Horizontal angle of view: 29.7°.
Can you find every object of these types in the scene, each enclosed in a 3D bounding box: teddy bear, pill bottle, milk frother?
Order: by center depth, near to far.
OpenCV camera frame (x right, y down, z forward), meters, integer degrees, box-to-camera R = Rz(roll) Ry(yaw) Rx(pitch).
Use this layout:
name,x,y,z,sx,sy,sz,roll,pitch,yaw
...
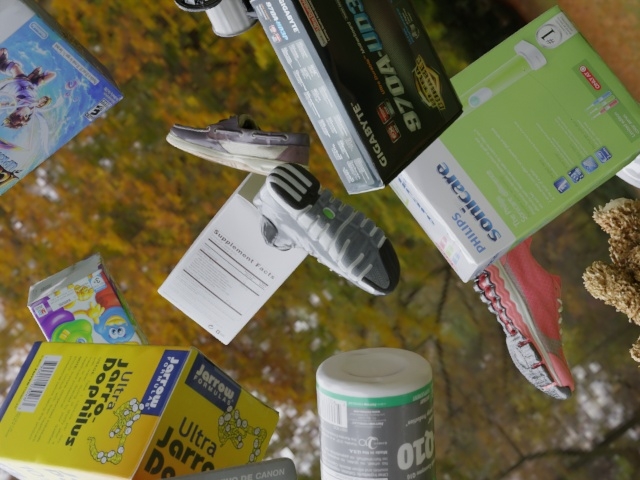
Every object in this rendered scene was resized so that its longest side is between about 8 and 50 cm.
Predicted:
name,x,y,z,sx,sy,sz,roll,pitch,yaw
teddy bear,0.497,0.067,1.721,0.245,0.113,0.338,-7,-130,-23
milk frother,-0.154,-0.355,1.788,0.129,0.143,0.134,27,155,40
pill bottle,0.101,0.388,2.133,0.204,0.204,0.360,-80,-13,-75

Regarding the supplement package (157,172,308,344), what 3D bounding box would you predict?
name,x,y,z,sx,sy,sz,roll,pitch,yaw
supplement package,-0.142,0.019,2.310,0.175,0.293,0.177,39,-148,-5

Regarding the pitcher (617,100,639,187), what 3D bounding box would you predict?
name,x,y,z,sx,sy,sz,roll,pitch,yaw
pitcher,0.482,-0.163,1.835,0.207,0.125,0.177,17,135,46

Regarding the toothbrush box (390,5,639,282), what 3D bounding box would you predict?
name,x,y,z,sx,sy,sz,roll,pitch,yaw
toothbrush box,0.235,-0.117,1.493,0.206,0.283,0.122,53,171,10

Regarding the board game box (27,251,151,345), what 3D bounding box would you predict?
name,x,y,z,sx,sy,sz,roll,pitch,yaw
board game box,-0.382,0.182,2.115,0.275,0.142,0.144,64,175,-16

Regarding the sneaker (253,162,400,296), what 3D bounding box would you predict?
name,x,y,z,sx,sy,sz,roll,pitch,yaw
sneaker,0.000,0.000,1.643,0.228,0.132,0.086,45,-125,-4

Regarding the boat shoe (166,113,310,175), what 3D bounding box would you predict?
name,x,y,z,sx,sy,sz,roll,pitch,yaw
boat shoe,-0.134,-0.167,2.042,0.285,0.092,0.103,17,-178,33

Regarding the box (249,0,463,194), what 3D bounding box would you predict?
name,x,y,z,sx,sy,sz,roll,pitch,yaw
box,0.042,-0.182,1.210,0.175,0.051,0.220,-43,-68,-43

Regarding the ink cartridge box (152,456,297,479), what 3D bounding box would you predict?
name,x,y,z,sx,sy,sz,roll,pitch,yaw
ink cartridge box,-0.153,0.422,1.414,0.130,0.310,0.271,92,168,-62

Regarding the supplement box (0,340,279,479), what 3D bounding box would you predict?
name,x,y,z,sx,sy,sz,roll,pitch,yaw
supplement box,-0.269,0.269,1.672,0.194,0.357,0.195,43,-122,-37

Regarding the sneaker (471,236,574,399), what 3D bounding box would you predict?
name,x,y,z,sx,sy,sz,roll,pitch,yaw
sneaker,0.380,0.123,2.101,0.313,0.136,0.116,62,167,2

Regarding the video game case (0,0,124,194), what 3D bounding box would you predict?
name,x,y,z,sx,sy,sz,roll,pitch,yaw
video game case,-0.391,-0.164,1.414,0.061,0.244,0.269,55,-176,24
